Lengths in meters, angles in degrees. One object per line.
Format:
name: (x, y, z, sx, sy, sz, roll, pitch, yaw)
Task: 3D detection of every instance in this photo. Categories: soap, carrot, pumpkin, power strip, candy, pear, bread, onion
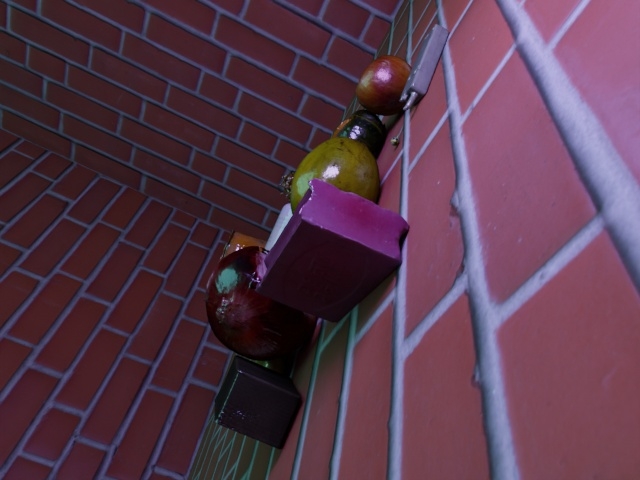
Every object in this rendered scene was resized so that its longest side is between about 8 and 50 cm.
soap: (0.012, 0.039, 1.169, 0.359, 0.232, 0.128, 126, 164, -53)
carrot: (-0.222, 0.106, 1.986, 0.224, 0.340, 0.224, -62, 8, 16)
pumpkin: (0.124, -0.331, 1.753, 0.238, 0.159, 0.238, -45, 14, 14)
power strip: (0.298, -0.495, 1.515, 0.288, 0.053, 0.093, -68, 11, -15)
candy: (0.229, -0.311, 1.523, 0.023, 0.025, 0.083, 96, -162, -58)
pear: (0.046, -0.144, 1.457, 0.307, 0.252, 0.253, -56, 6, -18)
bread: (-0.159, 0.385, 1.678, 0.142, 0.091, 0.305, -56, 11, 12)
onion: (-0.186, 0.191, 1.526, 0.341, 0.341, 0.341, -62, 9, 18)

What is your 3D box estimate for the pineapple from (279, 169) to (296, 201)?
pineapple: (-0.079, -0.141, 2.337, 0.262, 0.262, 0.272, 135, 145, -66)

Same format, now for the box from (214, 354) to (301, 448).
box: (-0.169, 0.418, 1.363, 0.143, 0.184, 0.273, -65, 8, -9)

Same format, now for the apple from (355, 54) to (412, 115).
apple: (0.207, -0.485, 1.634, 0.160, 0.173, 0.195, -72, 8, -50)

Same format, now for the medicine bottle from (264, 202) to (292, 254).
medicine bottle: (-0.065, -0.006, 1.797, 0.379, 0.213, 0.213, -66, 9, -6)
